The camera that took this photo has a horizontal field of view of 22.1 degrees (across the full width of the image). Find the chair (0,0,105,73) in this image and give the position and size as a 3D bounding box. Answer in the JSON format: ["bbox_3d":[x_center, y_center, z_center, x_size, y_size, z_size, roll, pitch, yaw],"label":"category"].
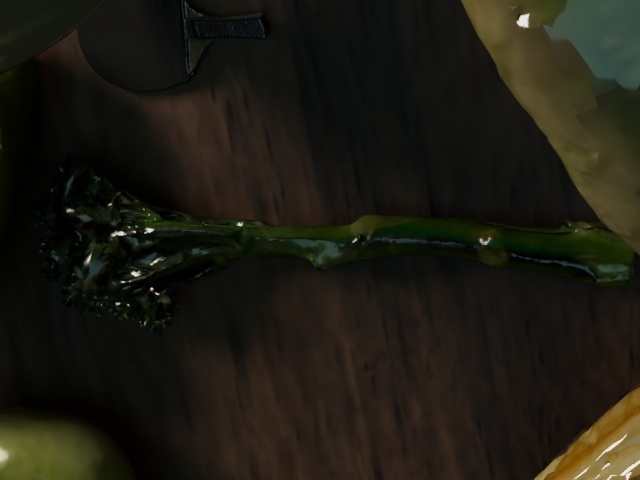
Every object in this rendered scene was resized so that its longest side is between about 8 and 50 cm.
[{"bbox_3d":[-0.089,-0.199,0.544,0.190,0.203,0.274,-9,99,30],"label":"chair"}]

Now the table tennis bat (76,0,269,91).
[{"bbox_3d":[-0.061,-0.086,0.675,0.083,0.007,0.050,-1,109,17],"label":"table tennis bat"}]

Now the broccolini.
[{"bbox_3d":[-0.002,0.007,0.669,0.254,0.057,0.071,3,153,17],"label":"broccolini"}]

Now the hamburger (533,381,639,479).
[{"bbox_3d":[0.217,0.171,0.608,0.284,0.174,0.304,-42,105,12],"label":"hamburger"}]

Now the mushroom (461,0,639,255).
[{"bbox_3d":[0.159,-0.125,0.505,0.217,0.212,0.292,-23,96,29],"label":"mushroom"}]

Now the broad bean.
[{"bbox_3d":[-0.135,0.160,0.752,0.124,0.082,0.174,0,99,15],"label":"broad bean"}]

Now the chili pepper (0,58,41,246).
[{"bbox_3d":[-0.153,-0.037,0.681,0.072,0.073,0.204,29,107,40],"label":"chili pepper"}]
